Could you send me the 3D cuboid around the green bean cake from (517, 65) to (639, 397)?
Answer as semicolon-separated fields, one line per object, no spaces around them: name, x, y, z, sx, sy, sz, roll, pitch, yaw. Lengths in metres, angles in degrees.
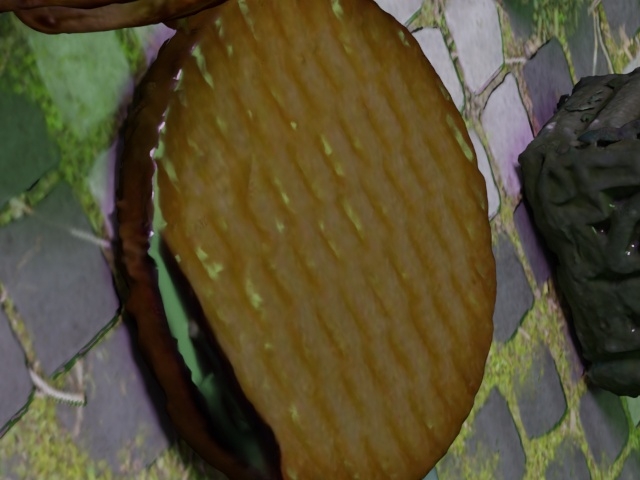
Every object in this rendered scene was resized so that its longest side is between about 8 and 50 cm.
green bean cake;0.290;-0.004;1.433;0.132;0.241;0.255;-47;124;-52

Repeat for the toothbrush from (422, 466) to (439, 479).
toothbrush;0.070;0.183;1.261;0.030;0.025;0.342;-33;113;-52

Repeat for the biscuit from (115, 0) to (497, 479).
biscuit;0.000;0.000;1.139;0.318;0.040;0.318;10;77;-49

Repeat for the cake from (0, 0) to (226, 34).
cake;-0.137;-0.214;0.856;0.196;0.198;0.293;-67;145;-48
